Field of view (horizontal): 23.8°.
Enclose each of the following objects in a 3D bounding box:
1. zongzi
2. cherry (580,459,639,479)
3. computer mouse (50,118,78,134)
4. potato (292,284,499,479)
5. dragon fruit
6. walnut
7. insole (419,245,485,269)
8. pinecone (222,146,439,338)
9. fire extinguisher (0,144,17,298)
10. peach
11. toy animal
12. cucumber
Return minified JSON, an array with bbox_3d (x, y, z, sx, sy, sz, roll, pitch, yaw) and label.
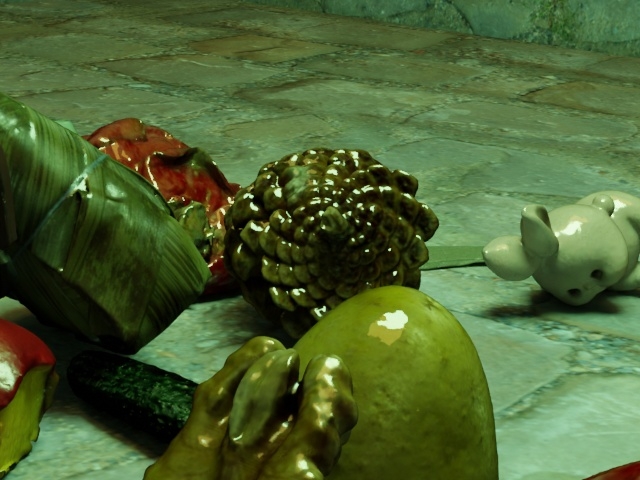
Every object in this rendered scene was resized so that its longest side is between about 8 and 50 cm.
[{"bbox_3d":[-0.255,-0.041,1.266,0.300,0.138,0.286,44,-15,-19],"label":"zongzi"},{"bbox_3d":[0.162,0.193,0.728,0.249,0.192,0.175,2,-21,24],"label":"cherry"},{"bbox_3d":[-0.381,-0.097,1.815,0.159,0.097,0.288,-9,8,-29],"label":"computer mouse"},{"bbox_3d":[0.044,0.109,1.060,0.203,0.158,0.178,-7,19,-44],"label":"potato"},{"bbox_3d":[-0.152,-0.036,1.534,0.205,0.152,0.317,16,20,34],"label":"dragon fruit"},{"bbox_3d":[-0.041,0.146,0.952,0.143,0.170,0.069,15,-23,44],"label":"walnut"},{"bbox_3d":[0.135,0.017,1.642,0.192,0.010,0.063,-1,17,-13],"label":"insole"},{"bbox_3d":[0.000,-0.002,1.402,0.185,0.169,0.212,-4,17,-13],"label":"pinecone"},{"bbox_3d":[-0.364,0.015,1.151,0.341,0.141,0.105,-16,27,21],"label":"fire extinguisher"},{"bbox_3d":[-0.264,0.113,1.086,0.151,0.151,0.118,8,-28,18],"label":"peach"},{"bbox_3d":[0.247,0.017,1.498,0.124,0.124,0.212,14,20,35],"label":"toy animal"},{"bbox_3d":[-0.131,0.121,1.164,0.214,0.052,0.058,18,-8,45],"label":"cucumber"}]
